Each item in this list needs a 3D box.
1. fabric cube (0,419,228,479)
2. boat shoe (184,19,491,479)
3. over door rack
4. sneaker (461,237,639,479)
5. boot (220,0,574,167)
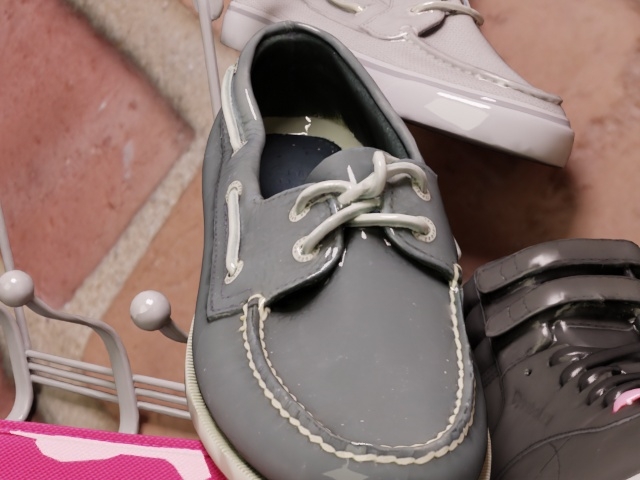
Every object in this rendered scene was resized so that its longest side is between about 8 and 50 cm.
[{"bbox_3d":[-0.096,0.252,0.513,0.254,0.259,0.258,5,39,5],"label":"fabric cube"},{"bbox_3d":[0.000,0.000,0.574,0.319,0.116,0.099,-105,17,-60],"label":"boat shoe"},{"bbox_3d":[-0.146,-0.021,0.795,0.240,0.108,0.324,6,100,38],"label":"over door rack"},{"bbox_3d":[0.111,0.056,0.533,0.296,0.105,0.146,117,150,-71],"label":"sneaker"},{"bbox_3d":[0.047,-0.132,0.741,0.258,0.095,0.123,28,100,41],"label":"boot"}]
